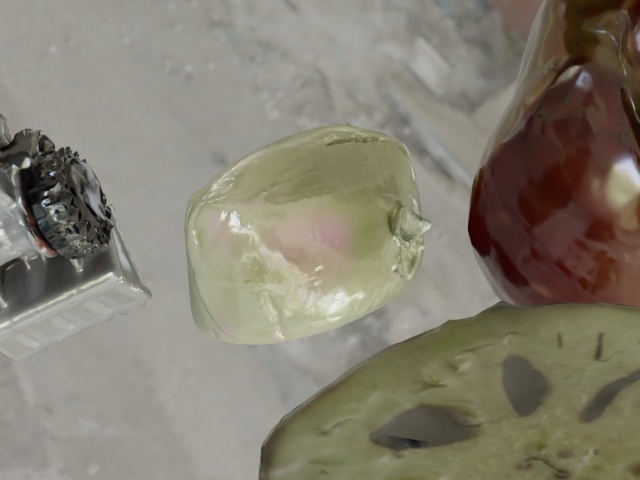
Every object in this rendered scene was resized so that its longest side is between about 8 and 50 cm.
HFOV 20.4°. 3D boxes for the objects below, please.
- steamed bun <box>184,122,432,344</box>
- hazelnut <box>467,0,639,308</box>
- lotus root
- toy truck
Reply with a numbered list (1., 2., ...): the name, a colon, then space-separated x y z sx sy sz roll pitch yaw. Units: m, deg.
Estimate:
1. steamed bun: 0.000 0.000 1.571 0.152 0.170 0.238 17 33 39
2. hazelnut: 0.300 -0.087 1.423 0.359 0.359 0.409 31 56 -27
3. lotus root: 0.104 0.213 0.707 0.250 0.250 0.346 -69 148 -60
4. toy truck: -0.211 -0.038 1.012 0.286 0.136 0.111 50 21 -49
